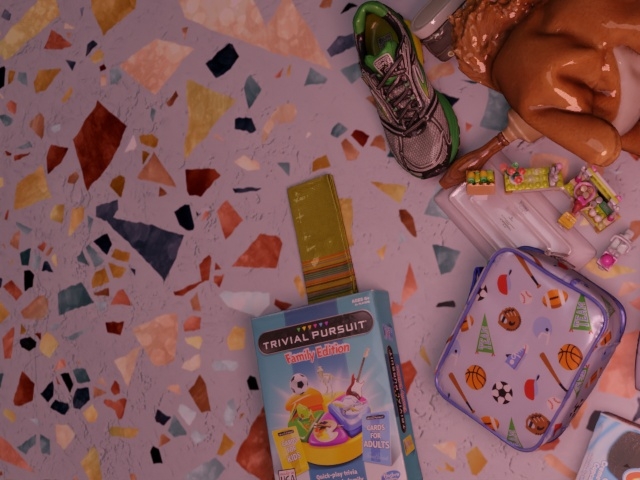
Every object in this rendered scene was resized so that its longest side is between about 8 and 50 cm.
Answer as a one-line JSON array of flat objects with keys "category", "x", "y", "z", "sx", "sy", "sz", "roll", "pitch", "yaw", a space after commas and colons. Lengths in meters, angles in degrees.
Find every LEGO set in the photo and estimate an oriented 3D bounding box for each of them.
[{"category": "LEGO set", "x": 0.373, "y": -0.076, "z": 1.433, "sx": 0.287, "sy": 0.107, "sz": 0.132, "roll": 31, "pitch": 84, "yaw": 13}]

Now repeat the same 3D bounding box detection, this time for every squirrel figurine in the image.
[{"category": "squirrel figurine", "x": 0.386, "y": -0.346, "z": 1.253, "sx": 0.397, "sy": 0.281, "sz": 0.371, "roll": 39, "pitch": 117, "yaw": 31}]

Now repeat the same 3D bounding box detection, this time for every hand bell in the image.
[{"category": "hand bell", "x": 0.299, "y": -0.163, "z": 1.508, "sx": 0.242, "sy": 0.126, "sz": 0.126, "roll": -38, "pitch": 69, "yaw": 21}]

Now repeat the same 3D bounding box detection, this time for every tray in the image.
[{"category": "tray", "x": 0.321, "y": -0.029, "z": 1.529, "sx": 0.145, "sy": 0.030, "sz": 0.270, "roll": -45, "pitch": 67, "yaw": 14}]

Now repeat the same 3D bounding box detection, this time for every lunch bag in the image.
[{"category": "lunch bag", "x": 0.324, "y": 0.161, "z": 1.436, "sx": 0.243, "sy": 0.115, "sz": 0.303, "roll": 35, "pitch": 111, "yaw": 32}]

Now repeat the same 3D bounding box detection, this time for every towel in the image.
[{"category": "towel", "x": 0.000, "y": 0.000, "z": 1.692, "sx": 0.102, "sy": 0.021, "sz": 0.237, "roll": -17, "pitch": 76, "yaw": 23}]

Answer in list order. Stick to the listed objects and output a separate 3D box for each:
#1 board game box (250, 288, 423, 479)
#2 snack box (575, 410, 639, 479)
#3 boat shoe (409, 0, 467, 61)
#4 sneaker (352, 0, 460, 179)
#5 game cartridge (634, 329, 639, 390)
[{"category": "board game box", "x": 0.023, "y": 0.279, "z": 1.614, "sx": 0.253, "sy": 0.079, "sz": 0.336, "roll": -15, "pitch": 77, "yaw": 24}, {"category": "snack box", "x": 0.466, "y": 0.447, "z": 1.381, "sx": 0.187, "sy": 0.060, "sz": 0.322, "roll": 21, "pitch": 93, "yaw": 27}, {"category": "boat shoe", "x": 0.295, "y": -0.438, "z": 1.559, "sx": 0.305, "sy": 0.091, "sz": 0.109, "roll": -41, "pitch": 26, "yaw": 12}, {"category": "sneaker", "x": 0.133, "y": -0.263, "z": 1.588, "sx": 0.134, "sy": 0.146, "sz": 0.344, "roll": -28, "pitch": 73, "yaw": 21}, {"category": "game cartridge", "x": 0.581, "y": 0.115, "z": 1.315, "sx": 0.198, "sy": 0.062, "sz": 0.297, "roll": 19, "pitch": 108, "yaw": 12}]
